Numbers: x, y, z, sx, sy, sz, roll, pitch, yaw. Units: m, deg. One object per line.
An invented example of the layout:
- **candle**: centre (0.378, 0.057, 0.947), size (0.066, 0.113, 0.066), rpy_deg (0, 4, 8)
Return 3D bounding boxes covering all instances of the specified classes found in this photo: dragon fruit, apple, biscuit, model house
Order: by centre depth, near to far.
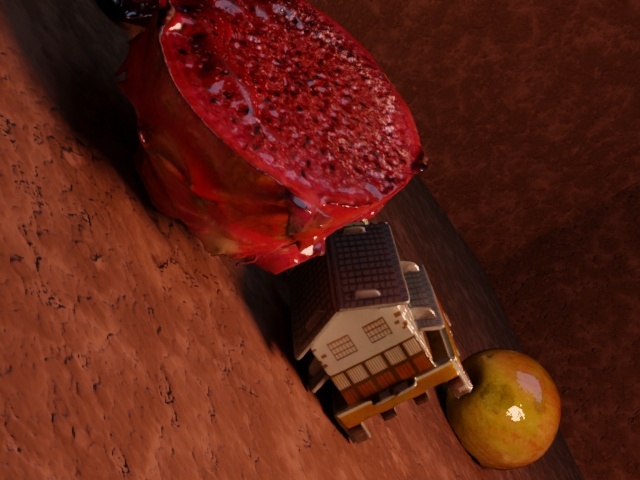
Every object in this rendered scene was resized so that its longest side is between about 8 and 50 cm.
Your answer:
- **dragon fruit**: centre (-0.077, -0.123, 1.121), size (0.371, 0.249, 0.386), rpy_deg (22, 43, -25)
- **model house**: centre (0.066, 0.112, 1.269), size (0.215, 0.198, 0.224), rpy_deg (59, 11, -26)
- **biscuit**: centre (-0.242, -0.359, 1.400), size (0.235, 0.063, 0.151), rpy_deg (8, 48, -37)
- **apple**: centre (0.361, 0.342, 1.932), size (0.226, 0.246, 0.246), rpy_deg (27, 29, -33)

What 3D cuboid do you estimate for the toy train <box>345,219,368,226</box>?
- **toy train**: centre (0.000, 0.000, 1.404), size (0.118, 0.176, 0.074), rpy_deg (87, 26, -43)
